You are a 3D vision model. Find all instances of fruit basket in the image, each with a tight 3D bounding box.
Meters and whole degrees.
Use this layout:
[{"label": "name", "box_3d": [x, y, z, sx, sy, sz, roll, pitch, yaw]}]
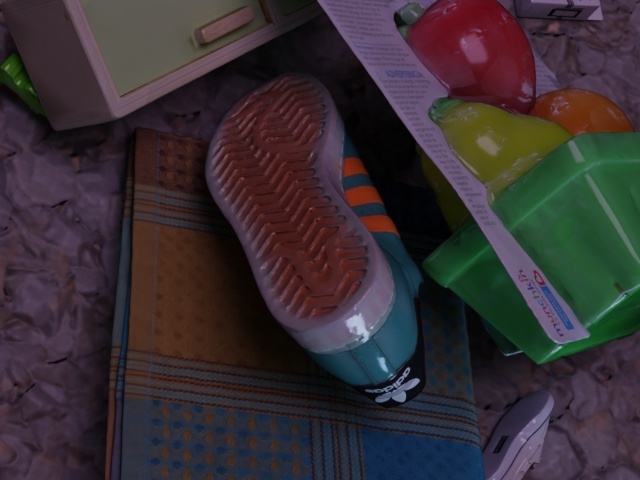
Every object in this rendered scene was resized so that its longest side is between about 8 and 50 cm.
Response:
[{"label": "fruit basket", "box_3d": [0.131, -0.077, 1.343, 0.353, 0.165, 0.327, 50, 25, 17]}]

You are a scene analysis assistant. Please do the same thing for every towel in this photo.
[{"label": "towel", "box_3d": [-0.016, 0.088, 1.263, 0.271, 0.040, 0.370, 12, 48, -17]}]

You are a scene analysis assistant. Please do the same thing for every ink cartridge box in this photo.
[{"label": "ink cartridge box", "box_3d": [0.206, -0.215, 1.531, 0.083, 0.028, 0.048, 0, 69, -22]}]

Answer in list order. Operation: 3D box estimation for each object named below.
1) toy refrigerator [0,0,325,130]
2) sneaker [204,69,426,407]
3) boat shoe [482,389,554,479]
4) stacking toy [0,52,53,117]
[{"label": "toy refrigerator", "box_3d": [-0.089, -0.182, 1.329, 0.269, 0.094, 0.102, -31, 107, -36]}, {"label": "sneaker", "box_3d": [0.000, 0.000, 1.259, 0.108, 0.121, 0.302, -27, 38, 8]}, {"label": "boat shoe", "box_3d": [0.150, 0.157, 1.355, 0.035, 0.035, 0.100, 55, 53, -25]}, {"label": "stacking toy", "box_3d": [-0.235, -0.211, 1.347, 0.221, 0.052, 0.167, 40, 62, -4]}]
